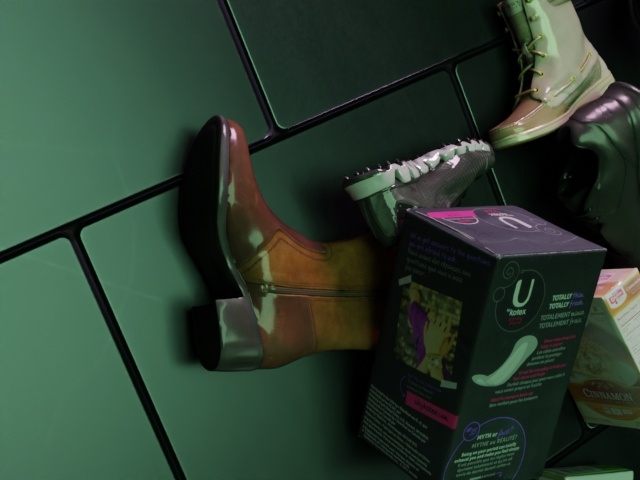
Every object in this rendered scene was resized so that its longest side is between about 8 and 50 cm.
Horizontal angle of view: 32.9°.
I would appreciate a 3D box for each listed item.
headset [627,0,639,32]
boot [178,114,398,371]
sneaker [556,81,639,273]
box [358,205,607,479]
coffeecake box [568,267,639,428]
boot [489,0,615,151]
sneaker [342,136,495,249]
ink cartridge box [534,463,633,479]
[{"bbox_3d":[0.486,-0.261,1.374,0.243,0.185,0.394,26,47,-19],"label":"headset"},{"bbox_3d":[0.000,0.000,1.147,0.280,0.096,0.264,-4,81,-33],"label":"boot"},{"bbox_3d":[0.350,-0.044,1.319,0.130,0.109,0.286,-27,114,-19],"label":"sneaker"},{"bbox_3d":[0.164,0.111,1.138,0.165,0.143,0.270,-2,113,-37],"label":"box"},{"bbox_3d":[0.346,0.129,1.296,0.068,0.142,0.185,-34,103,-26],"label":"coffeecake box"},{"bbox_3d":[0.253,-0.214,1.302,0.213,0.077,0.165,-34,104,-31],"label":"boot"},{"bbox_3d":[0.123,-0.046,1.200,0.234,0.078,0.106,-20,89,-45],"label":"sneaker"},{"bbox_3d":[0.319,0.382,1.314,0.109,0.062,0.209,2,87,-28],"label":"ink cartridge box"}]
